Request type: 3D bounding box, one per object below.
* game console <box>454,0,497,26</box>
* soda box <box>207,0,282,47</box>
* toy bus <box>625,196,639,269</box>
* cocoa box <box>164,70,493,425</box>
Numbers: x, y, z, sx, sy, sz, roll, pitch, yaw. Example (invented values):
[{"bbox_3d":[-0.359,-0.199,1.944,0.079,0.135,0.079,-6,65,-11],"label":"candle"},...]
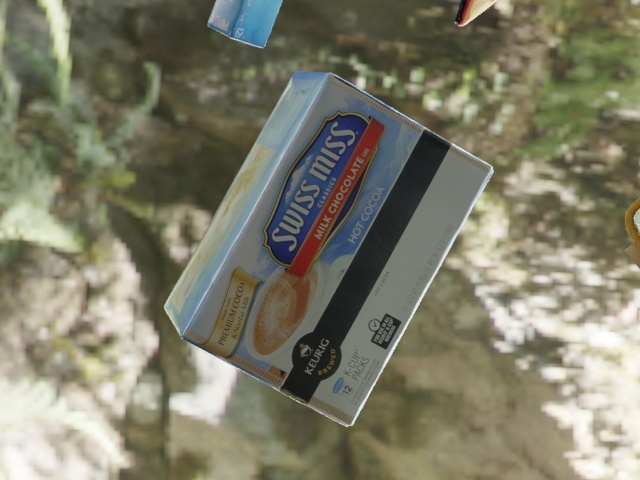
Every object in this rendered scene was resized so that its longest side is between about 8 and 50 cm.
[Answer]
[{"bbox_3d":[0.188,-0.348,2.009,0.085,0.124,0.144,39,-35,17],"label":"game console"},{"bbox_3d":[-0.090,-0.398,2.508,0.067,0.071,0.210,33,-75,47],"label":"soda box"},{"bbox_3d":[0.336,-0.008,1.569,0.104,0.202,0.191,-40,-157,9],"label":"toy bus"},{"bbox_3d":[0.000,0.000,1.988,0.347,0.228,0.231,-61,-167,0],"label":"cocoa box"}]
